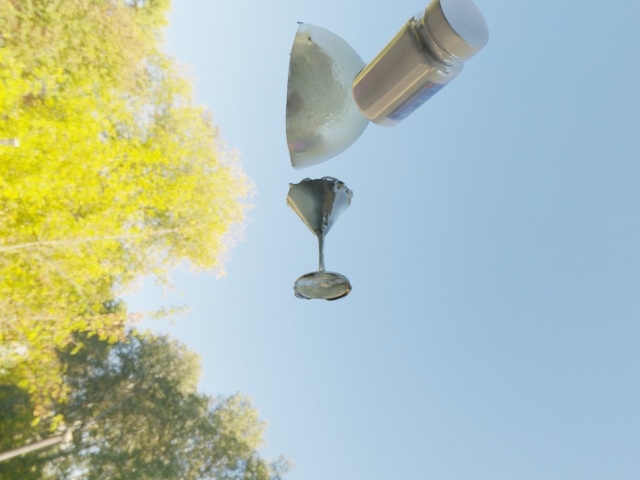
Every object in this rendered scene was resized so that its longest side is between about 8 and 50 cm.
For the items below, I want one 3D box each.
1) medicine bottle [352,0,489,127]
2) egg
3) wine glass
[{"bbox_3d":[0.135,-0.250,0.618,0.186,0.102,0.103,-32,-110,53],"label":"medicine bottle"},{"bbox_3d":[0.031,-0.332,1.027,0.337,0.200,0.337,3,90,-83],"label":"egg"},{"bbox_3d":[0.000,0.000,0.904,0.156,0.156,0.232,-46,-144,46],"label":"wine glass"}]
